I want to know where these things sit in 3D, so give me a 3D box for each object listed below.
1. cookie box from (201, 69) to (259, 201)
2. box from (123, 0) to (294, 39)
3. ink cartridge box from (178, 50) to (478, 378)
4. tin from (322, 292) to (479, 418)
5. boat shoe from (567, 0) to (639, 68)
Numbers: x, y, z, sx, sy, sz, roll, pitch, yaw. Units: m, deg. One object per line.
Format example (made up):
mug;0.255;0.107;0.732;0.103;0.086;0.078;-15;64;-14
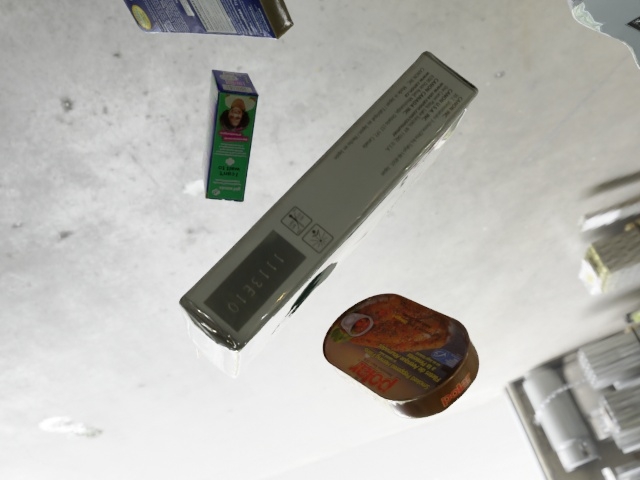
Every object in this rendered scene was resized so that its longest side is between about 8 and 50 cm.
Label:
cookie box;-0.091;-0.104;0.712;0.040;0.092;0.107;4;114;-14
box;-0.140;-0.275;0.742;0.036;0.225;0.136;-51;136;-27
ink cartridge box;0.000;0.000;0.622;0.275;0.060;0.239;-47;171;-18
tin;0.075;0.111;0.720;0.106;0.190;0.040;-38;117;-17
boat shoe;0.296;-0.219;0.670;0.229;0.076;0.080;7;157;-37
